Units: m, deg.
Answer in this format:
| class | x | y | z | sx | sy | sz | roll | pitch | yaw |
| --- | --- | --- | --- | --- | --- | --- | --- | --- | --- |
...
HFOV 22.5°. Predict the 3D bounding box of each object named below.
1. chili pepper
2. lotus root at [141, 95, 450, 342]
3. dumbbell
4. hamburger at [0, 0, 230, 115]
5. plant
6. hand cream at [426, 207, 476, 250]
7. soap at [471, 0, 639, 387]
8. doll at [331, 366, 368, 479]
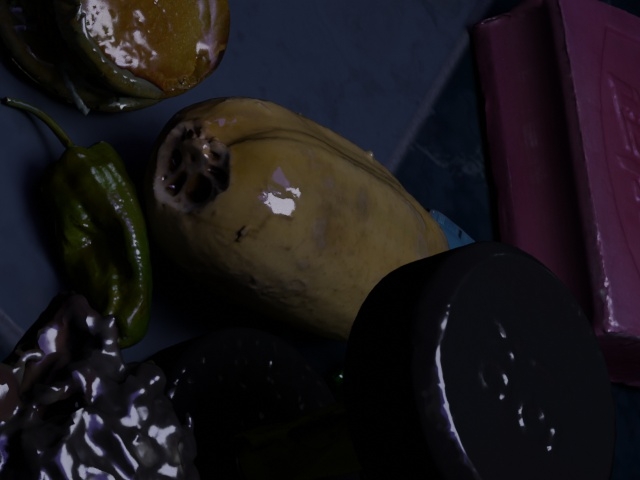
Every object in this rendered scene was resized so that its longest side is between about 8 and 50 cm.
| class | x | y | z | sx | sy | sz | roll | pitch | yaw |
| --- | --- | --- | --- | --- | --- | --- | --- | --- | --- |
| chili pepper | -0.162 | -0.017 | 1.168 | 0.073 | 0.072 | 0.204 | 5 | 67 | -54 |
| lotus root | 0.000 | 0.000 | 1.266 | 0.342 | 0.151 | 0.169 | 29 | 18 | -46 |
| dumbbell | 0.022 | 0.136 | 1.107 | 0.203 | 0.322 | 0.204 | 20 | 61 | -40 |
| hamburger | -0.162 | -0.172 | 1.213 | 0.177 | 0.113 | 0.185 | 34 | 60 | -39 |
| plant | -0.174 | 0.153 | 1.013 | 0.204 | 0.178 | 0.234 | -25 | 82 | -37 |
| hand cream | 0.111 | 0.076 | 1.442 | 0.083 | 0.048 | 0.224 | 38 | 44 | -30 |
| soap | 0.280 | -0.047 | 1.599 | 0.233 | 0.128 | 0.359 | 12 | 64 | -42 |
| doll | 0.074 | 0.174 | 1.309 | 0.134 | 0.106 | 0.186 | -14 | 84 | -36 |
